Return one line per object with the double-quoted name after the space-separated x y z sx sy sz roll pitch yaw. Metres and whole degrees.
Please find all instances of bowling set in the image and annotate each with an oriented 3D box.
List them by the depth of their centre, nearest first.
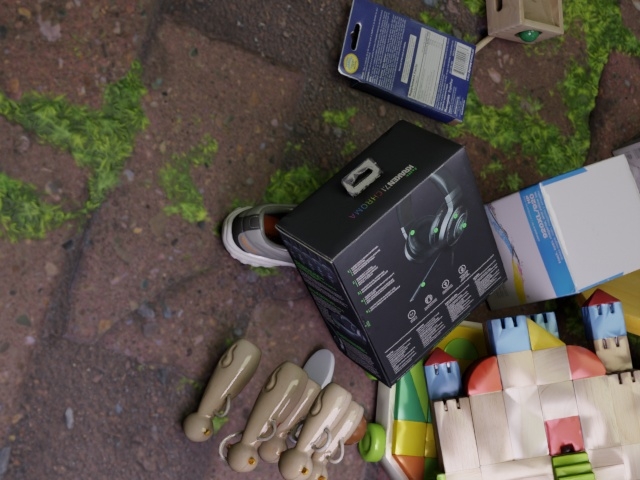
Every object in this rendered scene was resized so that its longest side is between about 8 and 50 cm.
-0.026 0.258 1.341 0.200 0.287 0.154 38 78 -31 "bowling set"

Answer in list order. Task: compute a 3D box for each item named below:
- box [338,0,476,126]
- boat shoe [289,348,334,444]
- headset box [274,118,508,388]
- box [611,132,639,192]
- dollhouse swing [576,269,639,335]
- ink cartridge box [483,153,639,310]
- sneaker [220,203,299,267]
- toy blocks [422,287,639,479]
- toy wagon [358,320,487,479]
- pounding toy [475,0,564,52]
0.132 -0.280 1.616 0.225 0.036 0.136 19 74 -22 "box"
-0.008 0.225 1.468 0.040 0.049 0.142 39 63 -48 "boat shoe"
0.101 0.012 1.414 0.246 0.131 0.283 -41 133 -16 "headset box"
0.665 -0.198 1.774 0.290 0.169 0.087 -33 96 -26 "box"
0.604 0.193 1.624 0.347 0.305 0.315 -27 111 -47 "dollhouse swing"
0.354 -0.007 1.564 0.171 0.233 0.168 -19 87 -26 "ink cartridge box"
0.000 0.000 1.471 0.272 0.108 0.100 5 77 -27 "sneaker"
0.296 0.213 1.438 0.381 0.191 0.261 -9 84 1 "toy blocks"
0.189 0.290 1.531 0.267 0.068 0.344 10 77 -23 "toy wagon"
0.317 -0.374 1.695 0.130 0.100 0.141 2 83 -39 "pounding toy"
